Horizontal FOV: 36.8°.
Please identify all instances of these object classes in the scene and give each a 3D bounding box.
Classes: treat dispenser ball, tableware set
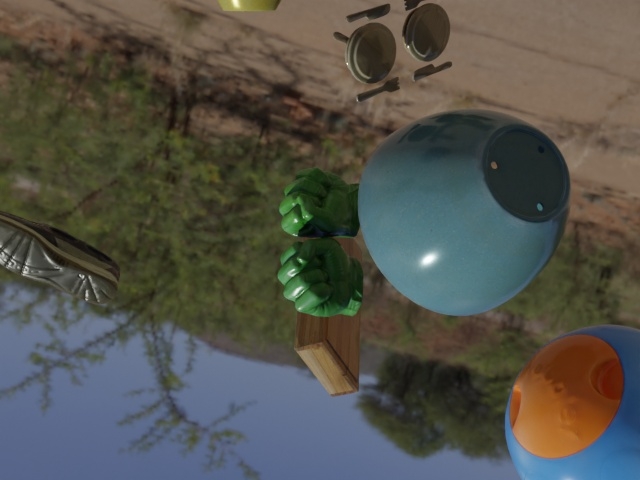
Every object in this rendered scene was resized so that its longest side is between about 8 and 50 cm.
[{"bbox_3d":[0.407,0.263,1.356,0.288,0.288,0.288,16,177,1],"label":"treat dispenser ball"},{"bbox_3d":[0.109,-0.290,1.406,0.194,0.128,0.039,-24,-150,-29],"label":"tableware set"}]

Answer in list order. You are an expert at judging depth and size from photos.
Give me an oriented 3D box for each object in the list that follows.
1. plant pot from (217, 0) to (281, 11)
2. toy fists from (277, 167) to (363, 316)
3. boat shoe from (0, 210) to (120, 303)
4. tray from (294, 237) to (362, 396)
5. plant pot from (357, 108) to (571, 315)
[{"bbox_3d":[-0.091,-0.343,1.233,0.134,0.095,0.134,0,-165,0],"label":"plant pot"},{"bbox_3d":[0.000,0.000,1.697,0.142,0.279,0.096,7,157,-17],"label":"toy fists"},{"bbox_3d":[-0.400,0.017,1.428,0.224,0.080,0.073,30,-149,-17],"label":"boat shoe"},{"bbox_3d":[0.027,0.126,2.198,0.076,0.410,0.203,-15,135,19],"label":"tray"},{"bbox_3d":[0.222,-0.059,1.295,0.290,0.290,0.195,17,159,-19],"label":"plant pot"}]
